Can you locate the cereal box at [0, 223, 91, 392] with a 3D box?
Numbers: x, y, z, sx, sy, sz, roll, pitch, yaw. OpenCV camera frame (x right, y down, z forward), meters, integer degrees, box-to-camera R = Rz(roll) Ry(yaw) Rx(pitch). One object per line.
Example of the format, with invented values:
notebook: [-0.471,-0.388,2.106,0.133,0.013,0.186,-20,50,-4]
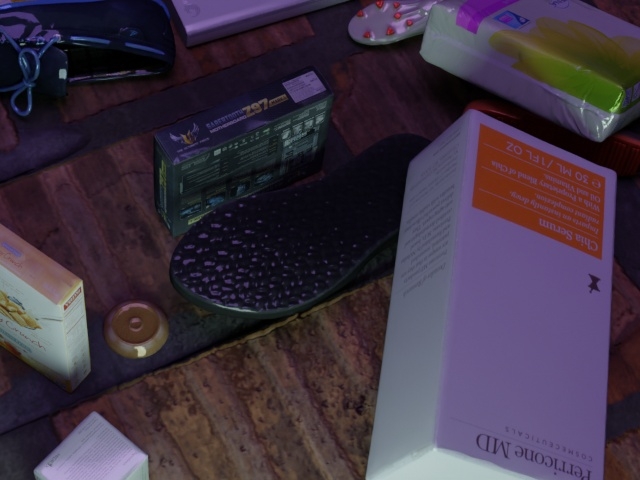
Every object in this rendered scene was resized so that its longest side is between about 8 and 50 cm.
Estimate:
cereal box: [-0.350,0.070,1.562,0.173,0.240,0.047,33,62,13]

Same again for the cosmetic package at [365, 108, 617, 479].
cosmetic package: [0.214,0.094,1.619,0.230,0.161,0.453,21,58,-19]

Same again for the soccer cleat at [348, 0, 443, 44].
soccer cleat: [0.138,-0.322,1.946,0.196,0.076,0.068,-19,73,6]

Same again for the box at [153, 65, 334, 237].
box: [-0.100,-0.113,1.727,0.233,0.183,0.059,-25,66,-18]

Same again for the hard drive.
hard drive: [-0.090,-0.410,1.981,0.307,0.040,0.203,-19,64,-17]

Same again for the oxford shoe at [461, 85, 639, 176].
oxford shoe: [0.335,-0.166,1.859,0.271,0.097,0.098,18,54,4]

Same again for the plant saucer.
plant saucer: [-0.231,0.107,1.684,0.083,0.015,0.083,3,60,-4]

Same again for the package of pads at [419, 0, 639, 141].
package of pads: [0.320,-0.255,1.837,0.296,0.101,0.229,31,35,24]

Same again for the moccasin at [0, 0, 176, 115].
moccasin: [-0.359,-0.253,1.807,0.342,0.137,0.117,-15,68,-13]

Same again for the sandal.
sandal: [0.003,0.001,1.734,0.446,0.107,0.167,-25,64,-33]

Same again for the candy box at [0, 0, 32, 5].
candy box: [-0.409,-0.353,1.919,0.206,0.027,0.105,-30,65,-21]

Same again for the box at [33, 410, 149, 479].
box: [-0.260,0.271,1.537,0.087,0.101,0.102,38,64,14]
